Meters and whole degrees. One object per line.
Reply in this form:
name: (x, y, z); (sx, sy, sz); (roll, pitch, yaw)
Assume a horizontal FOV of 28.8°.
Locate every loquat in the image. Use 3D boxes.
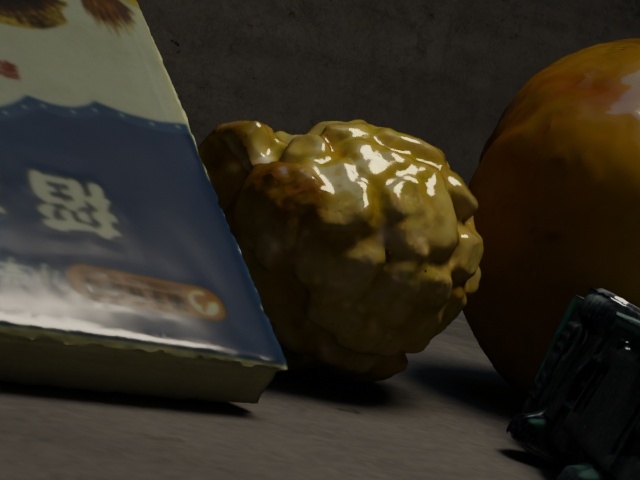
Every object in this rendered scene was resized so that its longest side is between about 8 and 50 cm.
loquat: (0.233, 0.004, 0.790); (0.276, 0.276, 0.284); (11, 7, -44)

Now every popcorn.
popcorn: (0.000, 0.000, 0.700); (0.170, 0.180, 0.180); (-28, 17, -15)

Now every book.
book: (-0.208, -0.100, 0.617); (0.300, 0.039, 0.428); (11, 37, -35)

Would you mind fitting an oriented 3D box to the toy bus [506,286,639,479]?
toy bus: (0.157, 0.084, 0.558); (0.109, 0.091, 0.262); (25, 4, -2)
